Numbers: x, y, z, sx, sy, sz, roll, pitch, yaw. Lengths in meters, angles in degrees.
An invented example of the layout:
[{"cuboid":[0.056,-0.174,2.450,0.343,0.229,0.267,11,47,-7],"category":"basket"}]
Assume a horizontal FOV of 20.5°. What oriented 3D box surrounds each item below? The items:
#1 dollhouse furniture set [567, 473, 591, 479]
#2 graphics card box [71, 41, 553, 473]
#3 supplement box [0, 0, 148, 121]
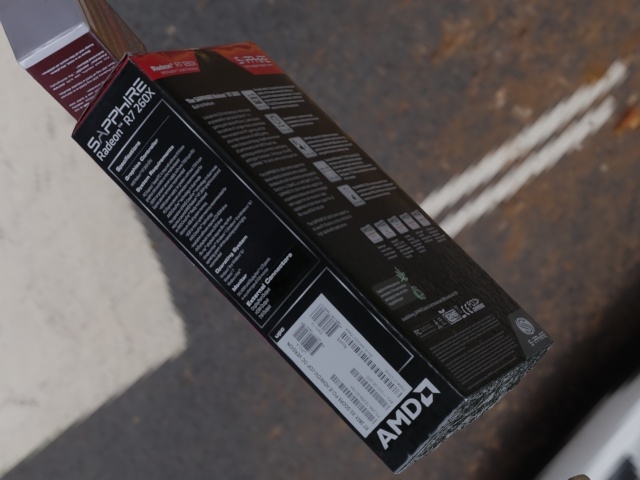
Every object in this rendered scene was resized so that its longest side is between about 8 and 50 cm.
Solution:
[{"cuboid":[0.044,0.205,0.783,0.259,0.135,0.262,-11,142,-33],"category":"dollhouse furniture set"},{"cuboid":[0.000,0.000,1.405,0.094,0.371,0.233,-50,168,21],"category":"graphics card box"},{"cuboid":[-0.216,-0.172,1.636,0.073,0.130,0.239,-31,150,6],"category":"supplement box"}]
